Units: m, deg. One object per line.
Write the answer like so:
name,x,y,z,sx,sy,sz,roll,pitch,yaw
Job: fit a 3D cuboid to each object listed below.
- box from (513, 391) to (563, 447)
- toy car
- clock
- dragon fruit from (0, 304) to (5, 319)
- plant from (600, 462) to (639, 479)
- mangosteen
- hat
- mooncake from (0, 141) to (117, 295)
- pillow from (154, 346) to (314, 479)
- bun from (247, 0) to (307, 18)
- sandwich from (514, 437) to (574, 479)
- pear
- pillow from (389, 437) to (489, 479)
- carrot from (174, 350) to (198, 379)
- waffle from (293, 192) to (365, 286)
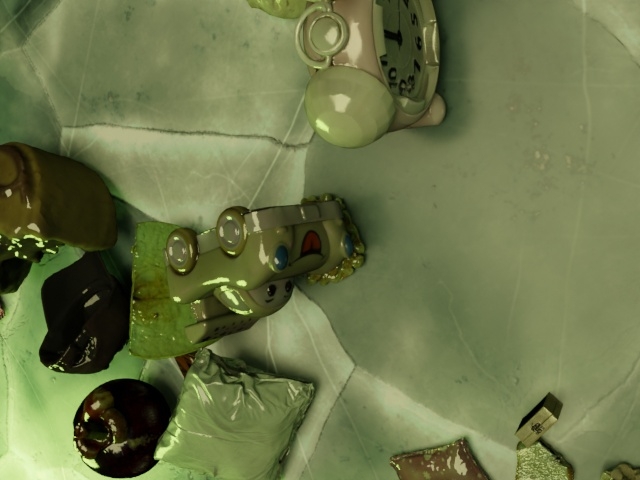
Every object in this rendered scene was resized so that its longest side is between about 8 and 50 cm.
box,0.389,0.320,1.281,0.035,0.083,0.079,43,112,14
toy car,-0.121,0.057,1.365,0.336,0.242,0.226,-16,85,41
clock,0.082,-0.328,1.196,0.184,0.326,0.342,-7,95,28
dragon fruit,-0.888,0.174,1.900,0.097,0.063,0.131,-28,85,-6
plant,0.527,0.438,1.218,0.116,0.122,0.104,-14,80,34
mangosteen,-0.455,0.418,1.601,0.228,0.265,0.228,-4,77,16
hat,-0.507,0.182,1.668,0.238,0.209,0.336,-36,42,14
mooncake,-0.684,-0.020,1.627,0.393,0.246,0.394,32,98,35
pillow,-0.174,0.383,1.516,0.283,0.138,0.310,22,112,-6
bun,-0.092,-0.522,1.327,0.231,0.133,0.231,21,125,33
sandwich,0.409,0.408,1.312,0.105,0.036,0.093,6,100,24
pear,-0.291,0.116,1.551,0.239,0.139,0.288,2,75,-11
pillow,0.230,0.456,1.401,0.185,0.043,0.118,-27,88,27
carrot,-0.295,0.261,1.616,0.069,0.069,0.228,-33,83,26
waffle,0.000,0.000,1.446,0.169,0.036,0.183,-24,86,28
